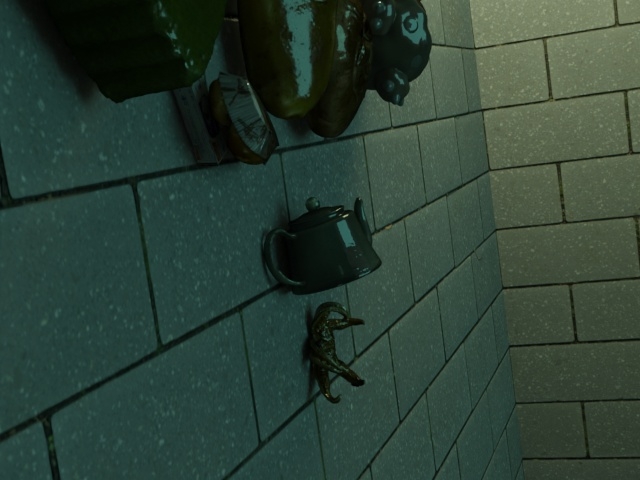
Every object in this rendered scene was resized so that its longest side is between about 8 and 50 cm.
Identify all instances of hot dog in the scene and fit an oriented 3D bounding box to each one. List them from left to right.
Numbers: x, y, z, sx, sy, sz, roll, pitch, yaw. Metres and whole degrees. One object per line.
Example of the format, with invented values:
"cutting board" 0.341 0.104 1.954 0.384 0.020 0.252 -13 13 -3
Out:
"hot dog" -0.108 -0.171 1.422 0.253 0.069 0.131 29 40 -86

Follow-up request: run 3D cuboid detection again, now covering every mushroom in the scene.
"mushroom" 0.023 -0.329 1.764 0.278 0.146 0.278 6 90 -89

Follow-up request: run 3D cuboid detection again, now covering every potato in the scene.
"potato" -0.053 -0.373 1.551 0.195 0.176 0.369 99 -13 -85

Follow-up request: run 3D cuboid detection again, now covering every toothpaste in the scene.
"toothpaste" -0.179 -0.197 1.349 0.047 0.040 0.196 -63 143 -53

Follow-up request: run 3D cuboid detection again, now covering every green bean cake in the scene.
"green bean cake" -0.215 -0.320 1.111 0.247 0.156 0.250 64 28 -46

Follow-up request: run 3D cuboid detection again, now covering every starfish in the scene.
"starfish" 0.028 0.210 1.751 0.146 0.074 0.190 52 38 -54

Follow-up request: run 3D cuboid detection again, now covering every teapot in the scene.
"teapot" 0.000 0.000 1.649 0.239 0.162 0.149 -24 100 -38

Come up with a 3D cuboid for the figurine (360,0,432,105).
"figurine" 0.128 -0.453 2.049 0.380 0.203 0.248 -84 167 -59
